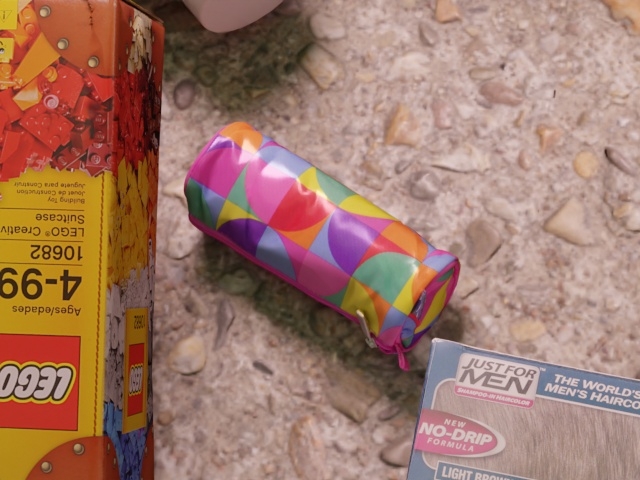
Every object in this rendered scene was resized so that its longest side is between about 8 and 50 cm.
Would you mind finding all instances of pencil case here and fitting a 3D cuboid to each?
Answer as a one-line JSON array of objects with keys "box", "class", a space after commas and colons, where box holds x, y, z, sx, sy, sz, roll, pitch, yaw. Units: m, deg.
[{"box": [0.000, 0.000, 1.569, 0.236, 0.104, 0.104, 34, 74, 16], "class": "pencil case"}]

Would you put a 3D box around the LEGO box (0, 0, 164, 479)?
[{"box": [-0.379, 0.004, 1.461, 0.500, 0.193, 0.372, 1, 89, 7], "class": "LEGO box"}]

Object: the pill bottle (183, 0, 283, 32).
[{"box": [-0.145, -0.332, 1.657, 0.181, 0.181, 0.323, -35, 72, -10], "class": "pill bottle"}]

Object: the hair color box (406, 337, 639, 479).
[{"box": [0.150, 0.182, 1.356, 0.174, 0.347, 0.105, 10, 70, 7], "class": "hair color box"}]
